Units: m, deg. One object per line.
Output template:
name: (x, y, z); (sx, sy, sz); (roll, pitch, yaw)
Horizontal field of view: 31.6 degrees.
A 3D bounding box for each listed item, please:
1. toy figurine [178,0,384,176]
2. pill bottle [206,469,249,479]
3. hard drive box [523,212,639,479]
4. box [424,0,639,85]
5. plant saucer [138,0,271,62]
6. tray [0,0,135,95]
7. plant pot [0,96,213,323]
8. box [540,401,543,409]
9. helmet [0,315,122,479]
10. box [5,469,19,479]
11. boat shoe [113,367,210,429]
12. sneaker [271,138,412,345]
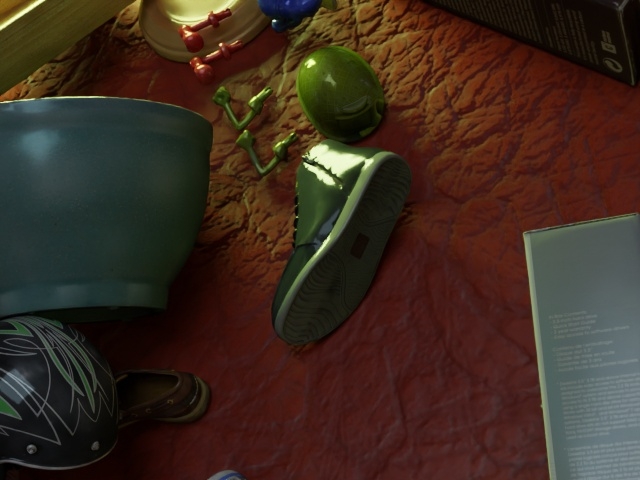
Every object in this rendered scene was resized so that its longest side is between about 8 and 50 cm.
toy figurine: (-0.078, -0.282, 1.246); (0.191, 0.217, 0.362); (-24, 64, -3)
pill bottle: (-0.052, 0.275, 1.027); (0.137, 0.078, 0.078); (29, 75, 31)
hard drive box: (0.220, 0.126, 0.839); (0.089, 0.181, 0.232); (-10, 58, 17)
box: (0.225, -0.340, 1.241); (0.381, 0.143, 0.191); (29, 76, 34)
plant saucer: (-0.143, -0.315, 1.428); (0.200, 0.037, 0.199); (-10, 58, 16)
tray: (-0.406, -0.250, 1.381); (0.203, 0.076, 0.411); (19, 51, 43)
plant pot: (-0.251, -0.015, 1.170); (0.293, 0.293, 0.196); (-8, 81, 17)
box: (0.354, 0.136, 0.945); (0.290, 0.087, 0.169); (-34, 55, 0)
helmet: (-0.273, 0.154, 1.075); (0.161, 0.169, 0.169); (-42, 48, 36)
box: (-0.450, 0.193, 1.204); (0.214, 0.117, 0.242); (-22, 57, 8)
boat shoe: (-0.205, 0.158, 1.164); (0.178, 0.060, 0.064); (-8, 59, 17)
sneaker: (0.000, 0.000, 1.179); (0.118, 0.083, 0.222); (22, 77, 50)
